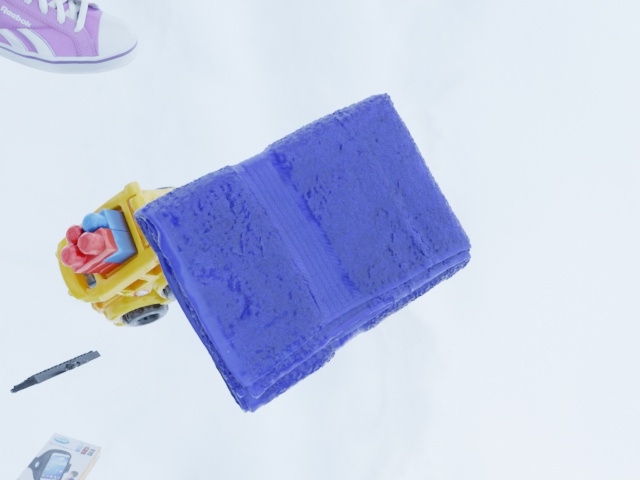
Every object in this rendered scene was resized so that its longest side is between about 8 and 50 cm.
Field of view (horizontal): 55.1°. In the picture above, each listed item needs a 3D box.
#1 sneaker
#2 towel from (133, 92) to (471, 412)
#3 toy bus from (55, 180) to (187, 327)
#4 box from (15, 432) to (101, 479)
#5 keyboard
[{"bbox_3d":[-0.354,-0.298,0.728,0.282,0.161,0.102,6,54,-22],"label":"sneaker"},{"bbox_3d":[0.000,0.000,0.625,0.308,0.076,0.227,-30,95,-22],"label":"towel"},{"bbox_3d":[-0.265,0.023,0.809,0.220,0.211,0.149,-32,74,23],"label":"toy bus"},{"bbox_3d":[-0.401,0.350,0.949,0.081,0.136,0.028,16,114,1],"label":"box"},{"bbox_3d":[-0.519,0.256,1.232,0.108,0.180,0.023,-22,90,19],"label":"keyboard"}]
